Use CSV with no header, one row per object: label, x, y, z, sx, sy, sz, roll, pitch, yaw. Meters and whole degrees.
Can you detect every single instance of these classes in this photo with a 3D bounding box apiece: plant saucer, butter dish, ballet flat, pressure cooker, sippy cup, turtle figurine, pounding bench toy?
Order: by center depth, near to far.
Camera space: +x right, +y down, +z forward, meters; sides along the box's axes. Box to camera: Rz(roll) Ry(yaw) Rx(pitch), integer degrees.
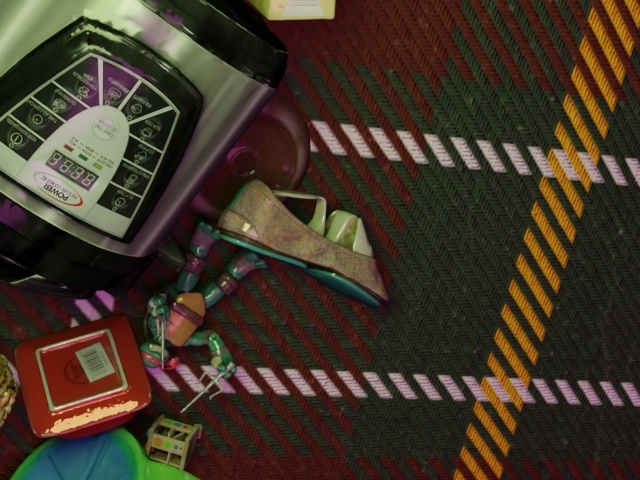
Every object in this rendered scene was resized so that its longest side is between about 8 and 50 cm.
pressure cooker,-0.282,-0.144,1.412,0.420,0.370,0.375,-51,159,10
plant saucer,-0.102,-0.106,1.684,0.198,0.036,0.199,-8,117,-17
butter dish,-0.309,0.202,1.705,0.159,0.160,0.118,-17,141,-11
turtle figurine,-0.177,0.099,1.706,0.175,0.118,0.234,36,81,-47
ballet flat,0.000,0.000,1.719,0.316,0.107,0.106,27,82,-45
sippy cup,-0.287,0.404,1.758,0.240,0.305,0.224,-55,135,-22
pounding bench toy,-0.209,0.279,1.819,0.065,0.083,0.052,16,108,8

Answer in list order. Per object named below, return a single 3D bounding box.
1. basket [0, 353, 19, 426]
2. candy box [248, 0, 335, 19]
basket,-0.545,0.187,1.524,0.299,0.213,0.223,-37,143,0
candy box,-0.039,-0.428,1.471,0.087,0.183,0.317,-4,115,-19
